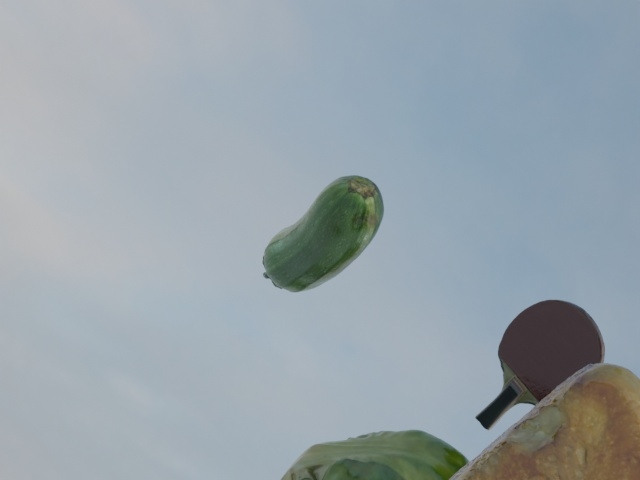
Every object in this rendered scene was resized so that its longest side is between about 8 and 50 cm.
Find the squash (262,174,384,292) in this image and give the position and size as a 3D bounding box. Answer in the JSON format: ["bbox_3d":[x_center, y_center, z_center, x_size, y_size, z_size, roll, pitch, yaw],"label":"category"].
[{"bbox_3d":[0.000,0.000,1.039,0.077,0.068,0.219,44,-36,-7],"label":"squash"}]

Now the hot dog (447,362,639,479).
[{"bbox_3d":[0.194,0.228,0.833,0.153,0.256,0.150,50,1,13],"label":"hot dog"}]

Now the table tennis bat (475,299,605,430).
[{"bbox_3d":[0.275,0.169,1.295,0.130,0.019,0.220,51,-57,23],"label":"table tennis bat"}]

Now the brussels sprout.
[{"bbox_3d":[0.071,0.350,1.270,0.271,0.210,0.219,23,-56,4],"label":"brussels sprout"}]
